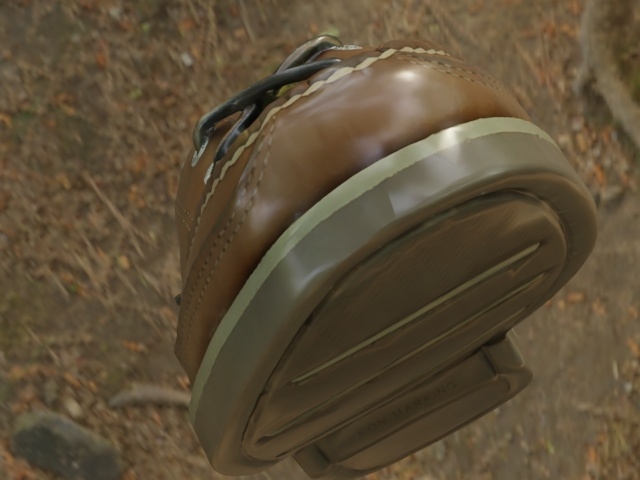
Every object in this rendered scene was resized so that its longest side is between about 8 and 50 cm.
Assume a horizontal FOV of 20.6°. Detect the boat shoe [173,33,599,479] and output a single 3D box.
[{"bbox_3d":[0.000,0.000,0.498,0.111,0.307,0.104,-27,77,-6],"label":"boat shoe"}]
